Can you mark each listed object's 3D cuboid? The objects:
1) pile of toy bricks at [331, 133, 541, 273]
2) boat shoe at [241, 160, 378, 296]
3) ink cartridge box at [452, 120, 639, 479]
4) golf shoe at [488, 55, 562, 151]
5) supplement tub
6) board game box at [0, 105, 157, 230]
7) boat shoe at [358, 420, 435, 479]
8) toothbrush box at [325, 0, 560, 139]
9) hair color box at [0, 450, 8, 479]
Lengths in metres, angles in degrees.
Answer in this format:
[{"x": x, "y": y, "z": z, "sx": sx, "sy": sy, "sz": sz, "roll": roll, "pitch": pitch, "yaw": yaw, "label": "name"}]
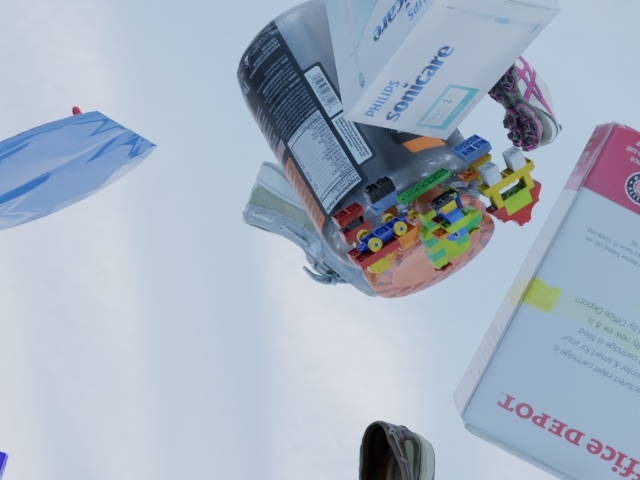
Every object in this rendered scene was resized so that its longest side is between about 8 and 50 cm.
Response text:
[{"x": 0.123, "y": -0.016, "z": 1.518, "sx": 0.118, "sy": 0.212, "sz": 0.105, "roll": 39, "pitch": 157, "yaw": 58, "label": "pile of toy bricks"}, {"x": -0.002, "y": -0.001, "z": 1.940, "sx": 0.320, "sy": 0.118, "sz": 0.103, "roll": 40, "pitch": 104, "yaw": 45, "label": "boat shoe"}, {"x": 0.360, "y": 0.094, "z": 1.680, "sx": 0.279, "sy": 0.384, "sz": 0.160, "roll": 28, "pitch": -176, "yaw": 0, "label": "ink cartridge box"}, {"x": 0.287, "y": -0.222, "z": 2.097, "sx": 0.067, "sy": 0.086, "sz": 0.186, "roll": -20, "pitch": 93, "yaw": 49, "label": "golf shoe"}, {"x": 0.056, "y": -0.112, "z": 1.738, "sx": 0.338, "sy": 0.207, "sz": 0.207, "roll": 60, "pitch": 147, "yaw": 22, "label": "supplement tub"}, {"x": -0.182, "y": -0.052, "z": 0.898, "sx": 0.033, "sy": 0.133, "sz": 0.169, "roll": 65, "pitch": -172, "yaw": 12, "label": "board game box"}, {"x": 0.075, "y": 0.320, "z": 1.661, "sx": 0.095, "sy": 0.257, "sz": 0.095, "roll": -32, "pitch": 127, "yaw": 27, "label": "boat shoe"}, {"x": 0.102, "y": -0.284, "z": 1.439, "sx": 0.216, "sy": 0.126, "sz": 0.295, "roll": -51, "pitch": 38, "yaw": 47, "label": "toothbrush box"}, {"x": -0.456, "y": 0.324, "z": 1.555, "sx": 0.185, "sy": 0.110, "sz": 0.339, "roll": 17, "pitch": 138, "yaw": -9, "label": "hair color box"}]
